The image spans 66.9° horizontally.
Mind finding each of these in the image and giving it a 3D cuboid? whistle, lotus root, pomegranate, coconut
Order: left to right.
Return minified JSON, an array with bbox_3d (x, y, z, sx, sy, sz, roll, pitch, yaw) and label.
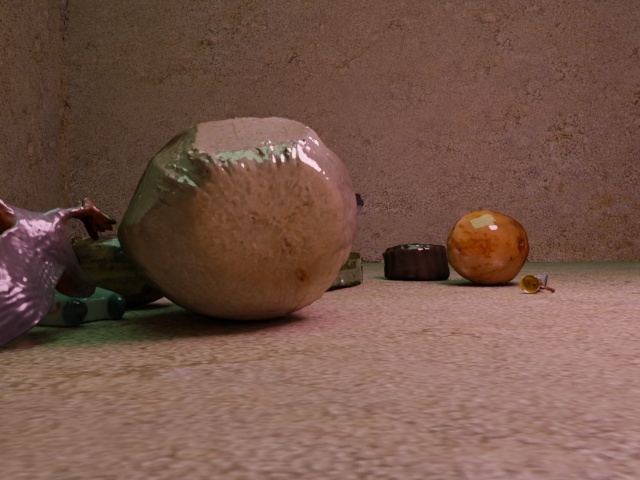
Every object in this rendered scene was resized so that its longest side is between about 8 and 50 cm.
[{"bbox_3d":[-0.432,0.062,0.975,0.279,0.153,0.154,-3,0,-16],"label":"lotus root"},{"bbox_3d":[-0.148,-0.038,0.852,0.416,0.344,0.415,0,3,0],"label":"coconut"},{"bbox_3d":[0.481,0.020,1.414,0.249,0.247,0.248,-1,0,0],"label":"pomegranate"},{"bbox_3d":[0.536,0.108,1.189,0.057,0.046,0.109,-19,-17,36],"label":"whistle"}]

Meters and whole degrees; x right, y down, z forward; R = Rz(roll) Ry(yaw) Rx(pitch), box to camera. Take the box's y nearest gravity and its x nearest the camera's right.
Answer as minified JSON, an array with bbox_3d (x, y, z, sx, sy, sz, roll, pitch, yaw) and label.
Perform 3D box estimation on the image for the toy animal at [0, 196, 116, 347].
[{"bbox_3d":[-0.450,-0.022,0.667,0.225,0.283,0.302,-5,14,36],"label":"toy animal"}]

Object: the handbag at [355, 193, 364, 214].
[{"bbox_3d":[-0.002,0.002,1.393,0.192,0.075,0.332,-32,-17,-45],"label":"handbag"}]

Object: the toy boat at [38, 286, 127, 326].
[{"bbox_3d":[-0.434,0.098,0.828,0.208,0.078,0.134,1,3,31],"label":"toy boat"}]

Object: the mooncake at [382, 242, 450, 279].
[{"bbox_3d":[0.327,0.072,1.664,0.229,0.124,0.228,-2,-1,0],"label":"mooncake"}]

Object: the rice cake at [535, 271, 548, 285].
[{"bbox_3d":[0.625,0.110,1.368,0.029,0.033,0.171,0,0,29],"label":"rice cake"}]

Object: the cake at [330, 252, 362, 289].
[{"bbox_3d":[0.032,0.084,1.350,0.099,0.100,0.235,-3,-2,25],"label":"cake"}]
